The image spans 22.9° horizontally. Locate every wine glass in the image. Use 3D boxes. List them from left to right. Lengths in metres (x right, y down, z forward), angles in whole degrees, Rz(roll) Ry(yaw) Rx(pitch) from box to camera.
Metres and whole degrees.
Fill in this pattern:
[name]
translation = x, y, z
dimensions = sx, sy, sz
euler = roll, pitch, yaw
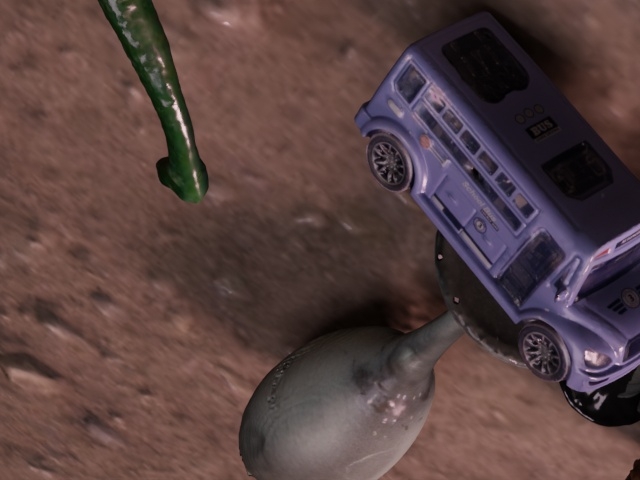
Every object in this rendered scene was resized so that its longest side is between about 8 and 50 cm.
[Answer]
[wine glass]
translation = 0.000, 0.000, 0.894
dimensions = 0.264, 0.096, 0.309
euler = 59, 150, 9

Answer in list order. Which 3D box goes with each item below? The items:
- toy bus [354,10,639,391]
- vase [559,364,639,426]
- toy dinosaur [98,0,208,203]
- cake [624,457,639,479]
[toy bus]
translation = 0.094, -0.018, 0.703
dimensions = 0.167, 0.073, 0.076
euler = 51, 143, 14
[vase]
translation = 0.176, 0.037, 0.752
dimensions = 0.059, 0.059, 0.167
euler = 38, 147, -3
[toy dinosaur]
translation = -0.098, -0.193, 0.582
dimensions = 0.300, 0.087, 0.447
euler = 61, 163, 7
[cake]
translation = 0.206, 0.166, 0.805
dimensions = 0.135, 0.147, 0.134
euler = 28, 148, 11
